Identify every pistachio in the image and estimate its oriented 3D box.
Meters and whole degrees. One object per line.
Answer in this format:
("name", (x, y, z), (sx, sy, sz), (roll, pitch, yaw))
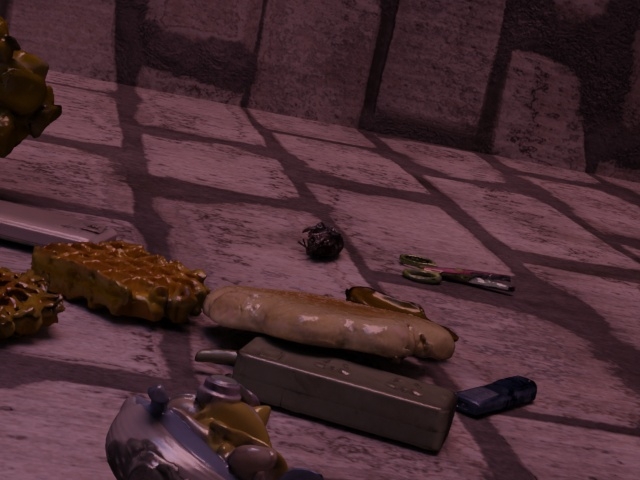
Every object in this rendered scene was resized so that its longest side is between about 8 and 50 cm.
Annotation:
("pistachio", (0.104, 0.110, 1.833), (0.173, 0.049, 0.089), (28, 23, 32))

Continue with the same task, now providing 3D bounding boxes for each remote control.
("remote control", (0.208, 0.182, 1.659), (0.043, 0.027, 0.152), (26, 19, 33))

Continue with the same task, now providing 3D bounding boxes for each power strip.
("power strip", (0.000, 0.156, 1.505), (0.288, 0.053, 0.093), (15, 12, 10))

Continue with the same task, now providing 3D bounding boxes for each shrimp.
("shrimp", (0.000, 0.000, 2.213), (0.065, 0.056, 0.165), (32, 7, 13))

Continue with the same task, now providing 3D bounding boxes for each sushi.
("sushi", (-0.569, -0.200, 2.023), (0.285, 0.328, 0.328), (38, -19, 15))

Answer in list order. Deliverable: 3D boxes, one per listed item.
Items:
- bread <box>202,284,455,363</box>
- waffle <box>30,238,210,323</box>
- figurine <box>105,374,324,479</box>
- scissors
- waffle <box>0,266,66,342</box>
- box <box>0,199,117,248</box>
("bread", (0.011, 0.096, 1.664), (0.316, 0.054, 0.316), (9, 1, 0))
("waffle", (-0.229, 0.052, 1.731), (0.211, 0.055, 0.160), (18, 13, 35))
("figurine", (-0.088, 0.184, 1.140), (0.208, 0.128, 0.184), (28, 16, 27))
("scissors", (0.220, 0.055, 2.261), (0.187, 0.020, 0.133), (10, 15, -4))
("waffle", (-0.419, 0.055, 1.551), (0.245, 0.052, 0.254), (0, 16, -41))
("box", (-0.431, -0.028, 1.937), (0.285, 0.044, 0.142), (13, 10, 4))
